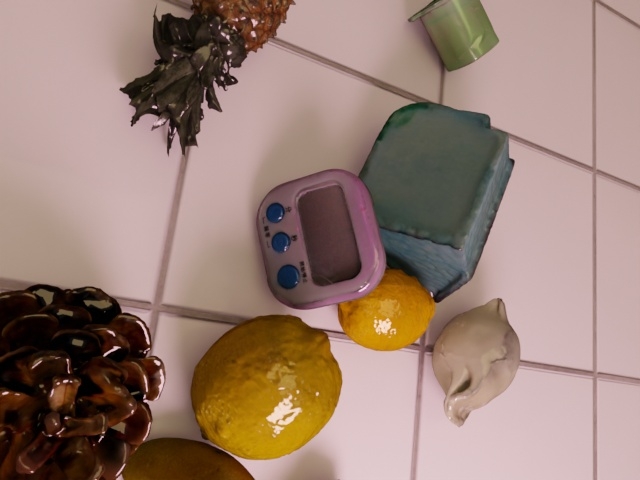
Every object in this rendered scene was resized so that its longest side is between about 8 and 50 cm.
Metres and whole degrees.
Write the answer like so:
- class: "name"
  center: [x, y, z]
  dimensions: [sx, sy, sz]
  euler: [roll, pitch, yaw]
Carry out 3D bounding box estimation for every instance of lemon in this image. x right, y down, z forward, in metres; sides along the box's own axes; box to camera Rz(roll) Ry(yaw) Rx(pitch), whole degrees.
- class: "lemon"
  center: [-0.075, 0.204, 0.756]
  dimensions: [0.231, 0.192, 0.192]
  euler: [-40, 103, 6]
- class: "lemon"
  center: [0.111, 0.115, 0.907]
  dimensions: [0.187, 0.142, 0.142]
  euler: [5, 79, -27]

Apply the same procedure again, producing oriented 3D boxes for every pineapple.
- class: "pineapple"
  center: [-0.179, -0.295, 0.817]
  dimensions: [0.165, 0.165, 0.364]
  euler: [37, 68, -18]

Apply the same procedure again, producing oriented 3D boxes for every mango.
- class: "mango"
  center: [-0.160, 0.339, 0.708]
  dimensions: [0.228, 0.099, 0.136]
  euler: [29, 36, 20]

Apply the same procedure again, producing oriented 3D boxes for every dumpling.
- class: "dumpling"
  center: [0.283, 0.227, 0.986]
  dimensions: [0.258, 0.147, 0.193]
  euler: [-53, 147, -37]

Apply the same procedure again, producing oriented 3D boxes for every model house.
- class: "model house"
  center: [0.212, -0.059, 0.982]
  dimensions: [0.280, 0.230, 0.248]
  euler: [-62, 151, -19]

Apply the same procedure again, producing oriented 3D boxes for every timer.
- class: "timer"
  center: [0.000, 0.000, 0.849]
  dimensions: [0.069, 0.191, 0.208]
  euler: [30, 47, -69]

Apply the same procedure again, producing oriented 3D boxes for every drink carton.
- class: "drink carton"
  center: [0.282, -0.437, 1.102]
  dimensions: [0.144, 0.146, 0.142]
  euler: [-42, 110, -27]

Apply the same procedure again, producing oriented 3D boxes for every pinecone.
- class: "pinecone"
  center: [-0.295, 0.176, 0.604]
  dimensions: [0.244, 0.309, 0.243]
  euler: [-5, 106, -20]
